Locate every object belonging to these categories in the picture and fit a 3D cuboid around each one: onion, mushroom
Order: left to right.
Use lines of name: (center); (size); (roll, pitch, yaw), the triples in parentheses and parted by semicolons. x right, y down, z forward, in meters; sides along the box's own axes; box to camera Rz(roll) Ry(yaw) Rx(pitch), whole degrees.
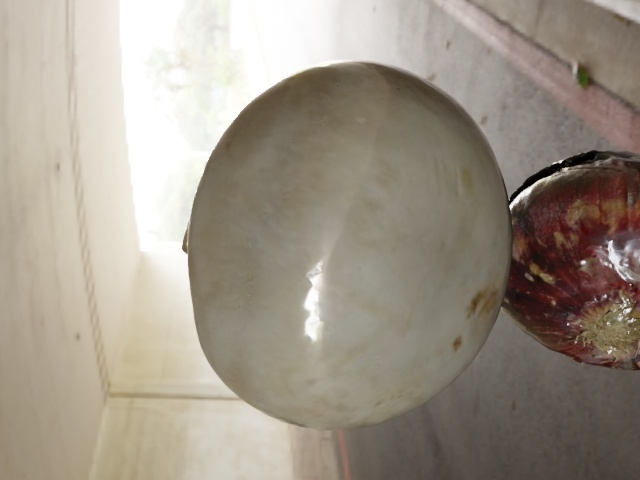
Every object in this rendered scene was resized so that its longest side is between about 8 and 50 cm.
mushroom: (0.000, 0.000, 0.525); (0.204, 0.204, 0.204); (-178, 90, -84)
onion: (0.293, 0.020, 0.927); (0.190, 0.246, 0.246); (-68, -11, -48)
